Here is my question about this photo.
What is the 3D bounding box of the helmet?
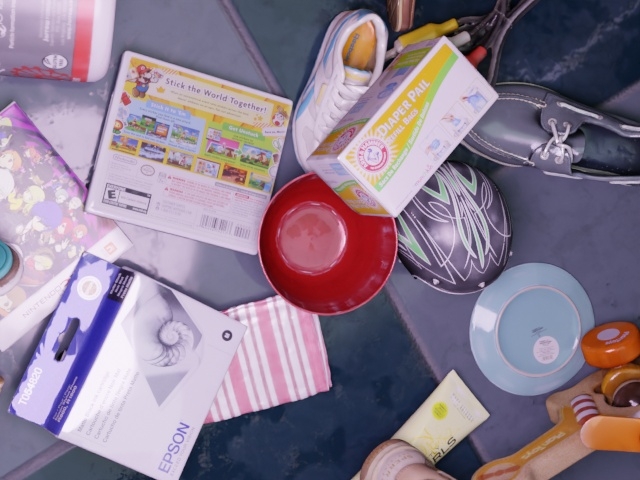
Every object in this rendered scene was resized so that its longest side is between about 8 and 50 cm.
[{"bbox_3d":[0.168,-0.019,1.542,0.169,0.161,0.169,-1,95,-14],"label":"helmet"}]

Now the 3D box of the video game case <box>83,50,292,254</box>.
[{"bbox_3d":[-0.163,-0.107,1.504,0.227,0.026,0.206,15,85,-20],"label":"video game case"}]

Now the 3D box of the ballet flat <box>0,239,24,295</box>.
[{"bbox_3d":[-0.536,0.065,1.386,0.400,0.139,0.139,-3,96,-2],"label":"ballet flat"}]

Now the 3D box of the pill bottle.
[{"bbox_3d":[-0.418,-0.295,1.349,0.363,0.210,0.210,3,94,-13],"label":"pill bottle"}]

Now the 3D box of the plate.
[{"bbox_3d":[0.298,0.124,1.659,0.188,0.024,0.188,-1,94,-14],"label":"plate"}]

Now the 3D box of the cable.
[{"bbox_3d":[0.222,-0.280,1.565,0.287,0.072,0.139,-41,69,-3],"label":"cable"}]

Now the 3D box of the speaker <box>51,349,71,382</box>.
[{"bbox_3d":[-0.276,0.189,1.506,0.136,0.055,0.055,29,88,-15],"label":"speaker"}]

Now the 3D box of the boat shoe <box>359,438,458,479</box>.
[{"bbox_3d":[0.184,0.396,1.580,0.121,0.110,0.341,-51,121,-9],"label":"boat shoe"}]

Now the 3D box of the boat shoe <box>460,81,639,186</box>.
[{"bbox_3d":[0.330,-0.141,1.603,0.319,0.099,0.116,13,93,-14],"label":"boat shoe"}]

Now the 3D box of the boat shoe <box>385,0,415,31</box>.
[{"bbox_3d":[0.119,-0.359,1.551,0.060,0.064,0.178,3,92,-12],"label":"boat shoe"}]

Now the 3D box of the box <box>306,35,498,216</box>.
[{"bbox_3d":[0.097,-0.135,1.445,0.103,0.114,0.203,44,78,-17],"label":"box"}]

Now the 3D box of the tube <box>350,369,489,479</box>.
[{"bbox_3d":[0.120,0.286,1.613,0.240,0.070,0.062,-42,62,-11],"label":"tube"}]

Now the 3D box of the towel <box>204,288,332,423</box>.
[{"bbox_3d":[-0.092,0.151,1.565,0.197,0.029,0.144,-14,98,-10],"label":"towel"}]

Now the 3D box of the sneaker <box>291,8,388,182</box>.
[{"bbox_3d":[0.025,-0.185,1.529,0.087,0.092,0.229,12,93,-16],"label":"sneaker"}]

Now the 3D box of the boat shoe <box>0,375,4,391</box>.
[{"bbox_3d":[-0.472,0.186,1.457,0.170,0.063,0.059,3,97,-5],"label":"boat shoe"}]

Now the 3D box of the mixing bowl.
[{"bbox_3d":[0.000,0.000,1.534,0.181,0.098,0.181,-1,94,-13],"label":"mixing bowl"}]

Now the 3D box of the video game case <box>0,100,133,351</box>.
[{"bbox_3d":[-0.382,-0.017,1.468,0.210,0.042,0.232,-39,102,-9],"label":"video game case"}]

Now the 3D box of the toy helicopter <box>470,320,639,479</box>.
[{"bbox_3d":[0.353,0.253,1.546,0.355,0.235,0.140,-28,110,-20],"label":"toy helicopter"}]

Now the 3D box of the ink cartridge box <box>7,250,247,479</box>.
[{"bbox_3d":[-0.233,0.156,1.466,0.224,0.045,0.223,26,80,-17],"label":"ink cartridge box"}]
